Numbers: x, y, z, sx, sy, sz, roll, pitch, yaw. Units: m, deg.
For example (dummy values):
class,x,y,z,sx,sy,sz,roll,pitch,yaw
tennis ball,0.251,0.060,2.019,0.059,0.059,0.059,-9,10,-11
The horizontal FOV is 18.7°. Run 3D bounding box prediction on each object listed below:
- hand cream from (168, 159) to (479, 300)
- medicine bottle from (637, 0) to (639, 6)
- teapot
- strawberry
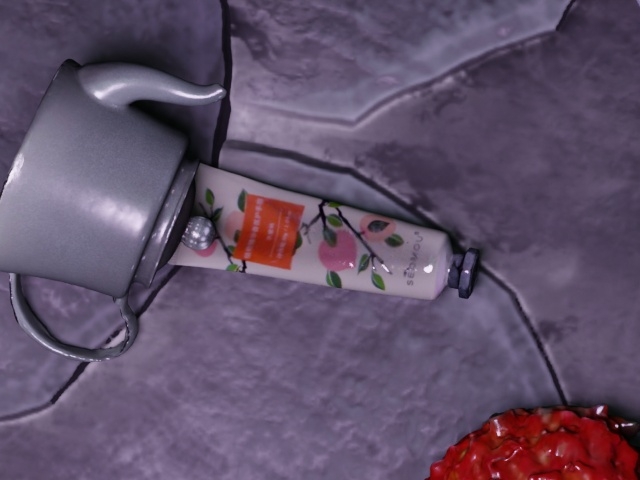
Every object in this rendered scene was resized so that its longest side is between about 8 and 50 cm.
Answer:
class,x,y,z,sx,sy,sz,roll,pitch,yaw
hand cream,0.000,0.000,1.429,0.234,0.050,0.080,11,86,12
medicine bottle,0.322,-0.112,1.373,0.139,0.139,0.225,-25,81,0
teapot,-0.149,-0.020,1.398,0.149,0.162,0.239,22,108,-5
strawberry,0.163,0.230,1.347,0.190,0.111,0.236,1,82,2
